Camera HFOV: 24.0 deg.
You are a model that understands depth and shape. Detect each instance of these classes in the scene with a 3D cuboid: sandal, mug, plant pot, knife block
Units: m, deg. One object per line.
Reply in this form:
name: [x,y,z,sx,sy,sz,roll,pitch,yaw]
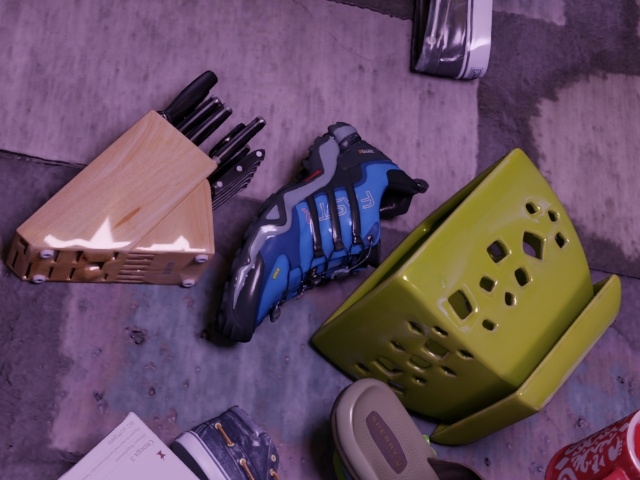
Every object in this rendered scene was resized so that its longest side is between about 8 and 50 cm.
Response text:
sandal: [0.121,0.265,1.509,0.303,0.086,0.120,53,43,-15]
mug: [0.316,0.256,1.576,0.113,0.169,0.150,30,58,-4]
plant pot: [0.164,0.077,1.585,0.207,0.228,0.227,46,59,-3]
knife block: [-0.193,-0.077,1.605,0.275,0.088,0.242,2,64,-19]

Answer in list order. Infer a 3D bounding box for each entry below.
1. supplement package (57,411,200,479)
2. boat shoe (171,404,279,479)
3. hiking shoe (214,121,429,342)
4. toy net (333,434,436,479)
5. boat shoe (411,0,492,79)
supplement package: [-0.162,0.272,1.434,0.179,0.105,0.105,44,58,4]
boat shoe: [-0.063,0.251,1.503,0.083,0.065,0.183,-30,77,-28]
hiking shoe: [0.000,0.000,1.613,0.132,0.113,0.304,30,58,7]
toy net: [0.076,0.309,1.543,0.122,0.045,0.232,18,60,-41]
boat shoe: [0.147,-0.345,1.848,0.105,0.113,0.306,4,79,-12]
